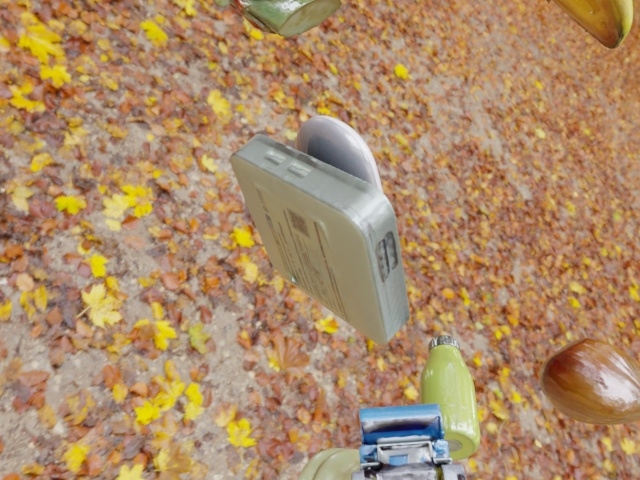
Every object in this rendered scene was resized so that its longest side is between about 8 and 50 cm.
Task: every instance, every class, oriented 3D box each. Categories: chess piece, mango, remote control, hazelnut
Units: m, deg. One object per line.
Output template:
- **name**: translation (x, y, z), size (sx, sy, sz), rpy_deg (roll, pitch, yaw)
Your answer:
- **chess piece**: translation (0.108, 0.461, 0.970), size (0.182, 0.330, 0.183), rpy_deg (14, 63, -29)
- **mango**: translation (0.329, -0.324, 0.673), size (0.066, 0.101, 0.188), rpy_deg (-38, 97, -10)
- **remote control**: translation (0.048, -0.122, 1.199), size (0.103, 0.221, 0.332), rpy_deg (-40, 130, -29)
- **hazelnut**: translation (0.575, 0.309, 1.154), size (0.210, 0.186, 0.210), rpy_deg (25, 41, -24)

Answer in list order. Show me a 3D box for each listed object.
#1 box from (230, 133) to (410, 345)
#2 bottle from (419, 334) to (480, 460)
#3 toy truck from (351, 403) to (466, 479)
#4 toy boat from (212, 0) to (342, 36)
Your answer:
- **box**: translation (0.001, -0.001, 1.132), size (0.111, 0.396, 0.396), rpy_deg (-40, 50, -23)
- **bottle**: translation (0.257, 0.305, 1.104), size (0.112, 0.112, 0.260), rpy_deg (38, 33, -17)
- **toy truck**: translation (0.124, 0.408, 0.715), size (0.146, 0.175, 0.368), rpy_deg (-5, 76, 6)
- **toy boat**: translation (-0.031, -0.277, 0.608), size (0.185, 0.089, 0.071), rpy_deg (-34, 84, -33)
